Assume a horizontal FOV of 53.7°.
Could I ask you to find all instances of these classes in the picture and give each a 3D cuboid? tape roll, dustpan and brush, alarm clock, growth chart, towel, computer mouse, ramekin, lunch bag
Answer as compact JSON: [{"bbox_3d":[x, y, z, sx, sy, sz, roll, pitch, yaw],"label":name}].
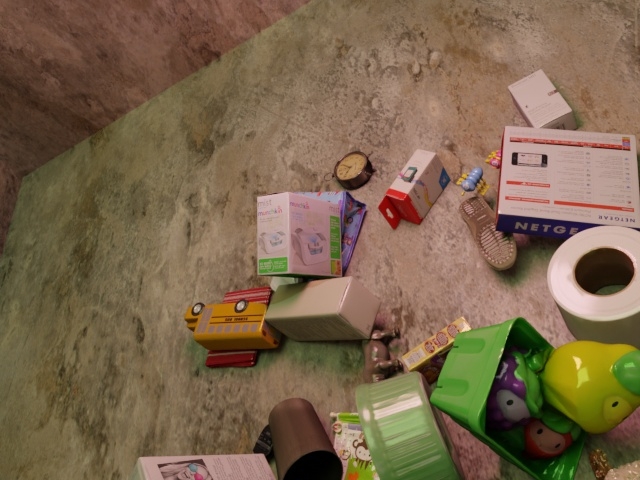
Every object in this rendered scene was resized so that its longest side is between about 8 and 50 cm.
[{"bbox_3d":[0.657,0.111,1.432,0.246,0.169,0.246,-20,47,23],"label":"tape roll"},{"bbox_3d":[-0.087,0.126,1.986,0.211,0.060,0.147,34,111,33],"label":"dustpan and brush"},{"bbox_3d":[0.096,-0.237,2.183,0.192,0.064,0.129,-11,51,26],"label":"alarm clock"},{"bbox_3d":[0.092,0.543,1.593,0.172,0.021,0.237,-14,52,27],"label":"growth chart"},{"bbox_3d":[-0.262,0.281,2.046,0.198,0.031,0.275,-10,51,29],"label":"towel"},{"bbox_3d":[-0.168,0.611,1.717,0.071,0.041,0.242,14,72,51],"label":"computer mouse"},{"bbox_3d":[0.204,0.441,1.403,0.148,0.303,0.303,-24,46,8],"label":"ramekin"},{"bbox_3d":[0.000,0.000,2.038,0.221,0.138,0.293,1,74,35],"label":"lunch bag"}]

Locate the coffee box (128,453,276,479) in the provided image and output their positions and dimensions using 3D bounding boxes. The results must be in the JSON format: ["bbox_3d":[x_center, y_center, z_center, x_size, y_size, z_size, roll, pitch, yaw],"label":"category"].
[{"bbox_3d":[-0.262,0.721,1.397,0.338,0.334,0.338,49,119,47],"label":"coffee box"}]

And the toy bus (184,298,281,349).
[{"bbox_3d":[-0.279,0.267,1.969,0.332,0.108,0.130,-8,54,31],"label":"toy bus"}]

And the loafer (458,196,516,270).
[{"bbox_3d":[0.466,-0.014,1.721,0.102,0.092,0.268,-30,42,14],"label":"loafer"}]

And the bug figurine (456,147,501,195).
[{"bbox_3d":[0.531,-0.168,1.753,0.279,0.072,0.216,25,64,23],"label":"bug figurine"}]

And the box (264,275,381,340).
[{"bbox_3d":[0.002,0.200,1.792,0.311,0.148,0.121,-10,48,45],"label":"box"}]

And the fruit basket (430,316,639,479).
[{"bbox_3d":[0.465,0.323,1.253,0.392,0.392,0.283,10,63,40],"label":"fruit basket"}]

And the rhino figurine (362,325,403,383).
[{"bbox_3d":[0.162,0.334,1.671,0.106,0.073,0.243,-15,47,18],"label":"rhino figurine"}]

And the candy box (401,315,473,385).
[{"bbox_3d":[0.309,0.281,1.585,0.186,0.109,0.053,-37,43,6],"label":"candy box"}]

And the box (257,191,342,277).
[{"bbox_3d":[-0.060,-0.007,1.853,0.126,0.262,0.231,-5,81,35],"label":"box"}]

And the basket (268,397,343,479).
[{"bbox_3d":[-0.049,0.521,1.600,0.227,0.154,0.204,-118,37,-57],"label":"basket"}]

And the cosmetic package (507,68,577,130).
[{"bbox_3d":[0.664,-0.403,1.901,0.117,0.085,0.231,-27,46,14],"label":"cosmetic package"}]

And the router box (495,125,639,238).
[{"bbox_3d":[0.632,-0.149,1.632,0.335,0.082,0.301,7,58,13],"label":"router box"}]

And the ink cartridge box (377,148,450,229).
[{"bbox_3d":[0.286,-0.146,1.925,0.078,0.134,0.231,23,72,43],"label":"ink cartridge box"}]

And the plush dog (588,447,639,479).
[{"bbox_3d":[0.629,0.451,1.126,0.225,0.262,0.211,-19,47,9],"label":"plush dog"}]
